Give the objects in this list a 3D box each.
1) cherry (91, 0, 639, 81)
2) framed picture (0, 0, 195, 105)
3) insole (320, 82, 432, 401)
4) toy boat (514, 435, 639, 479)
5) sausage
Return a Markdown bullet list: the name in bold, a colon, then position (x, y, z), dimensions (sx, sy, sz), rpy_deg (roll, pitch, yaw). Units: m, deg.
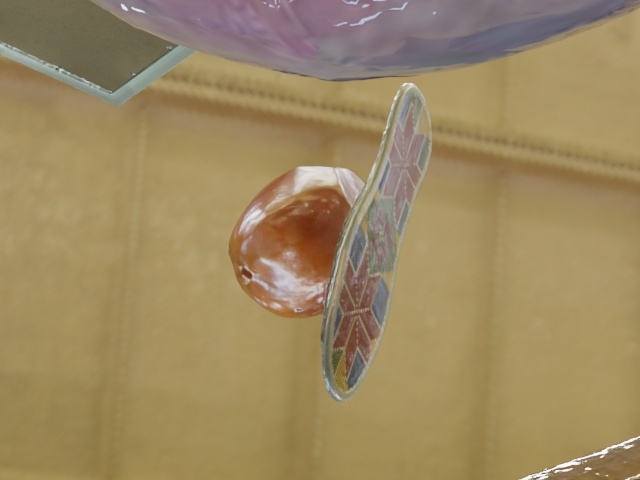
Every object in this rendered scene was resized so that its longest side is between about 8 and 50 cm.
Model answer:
- **cherry**: position (0.017, -0.132, 0.484), dimensions (0.266, 0.213, 0.183), rpy_deg (-22, -64, -62)
- **framed picture**: position (-0.181, -0.186, 1.474), dimensions (0.217, 0.274, 0.017), rpy_deg (25, -117, -26)
- **insole**: position (0.030, -0.003, 0.999), dimensions (0.065, 0.006, 0.193), rpy_deg (64, -146, -42)
- **toy boat**: position (0.137, 0.170, 0.908), dimensions (0.446, 0.136, 0.162), rpy_deg (-20, -115, -18)
- **sausage**: position (0.000, 0.000, 1.150), dimensions (0.089, 0.089, 0.179), rpy_deg (56, -167, 3)
